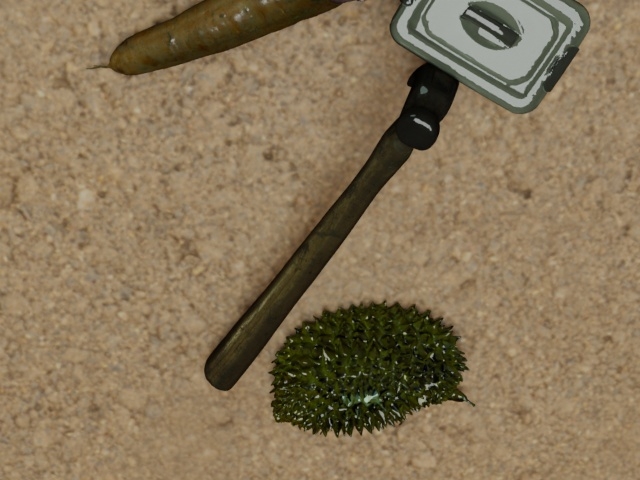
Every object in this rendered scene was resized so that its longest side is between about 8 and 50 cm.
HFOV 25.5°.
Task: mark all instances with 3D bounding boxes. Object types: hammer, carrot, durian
[{"bbox_3d":[0.000,0.000,1.411,0.044,0.168,0.440,35,122,-5],"label":"hammer"},{"bbox_3d":[-0.100,-0.216,1.390,0.298,0.078,0.078,-22,109,15],"label":"carrot"},{"bbox_3d":[0.053,0.142,1.503,0.220,0.095,0.137,-8,111,-3],"label":"durian"}]

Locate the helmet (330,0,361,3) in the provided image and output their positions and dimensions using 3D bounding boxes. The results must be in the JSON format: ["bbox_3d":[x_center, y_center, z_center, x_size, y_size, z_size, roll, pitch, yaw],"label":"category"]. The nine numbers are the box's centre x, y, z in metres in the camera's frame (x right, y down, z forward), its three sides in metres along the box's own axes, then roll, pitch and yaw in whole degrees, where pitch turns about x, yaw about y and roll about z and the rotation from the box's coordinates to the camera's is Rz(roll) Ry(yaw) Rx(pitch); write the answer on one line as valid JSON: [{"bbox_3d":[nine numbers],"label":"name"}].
[{"bbox_3d":[0.057,-0.365,1.236,0.338,0.197,0.271,4,126,38],"label":"helmet"}]

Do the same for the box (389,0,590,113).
[{"bbox_3d":[0.159,-0.215,1.367,0.172,0.093,0.124,30,107,-10],"label":"box"}]
